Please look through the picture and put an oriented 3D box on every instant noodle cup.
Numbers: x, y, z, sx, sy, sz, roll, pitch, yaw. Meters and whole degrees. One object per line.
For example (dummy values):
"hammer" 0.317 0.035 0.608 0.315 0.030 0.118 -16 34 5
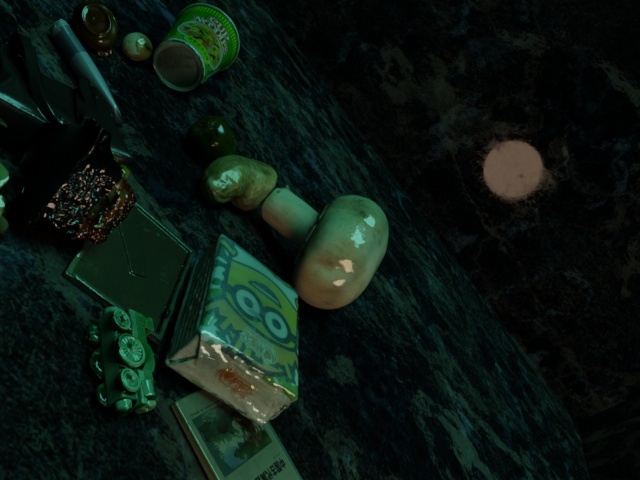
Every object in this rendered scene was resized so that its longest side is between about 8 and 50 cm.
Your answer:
"instant noodle cup" -0.355 -0.521 1.654 0.207 0.207 0.233 45 33 -21

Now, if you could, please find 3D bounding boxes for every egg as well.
"egg" -0.469 -0.497 1.530 0.071 0.071 0.083 56 9 5

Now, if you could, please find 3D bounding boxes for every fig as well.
"fig" -0.261 -0.233 1.529 0.117 0.117 0.178 -95 160 -50

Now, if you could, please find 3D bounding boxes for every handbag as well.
"handbag" -0.494 -0.250 1.102 0.285 0.113 0.257 28 28 -46

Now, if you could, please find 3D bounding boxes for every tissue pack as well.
"tissue pack" -0.152 0.163 1.134 0.228 0.128 0.311 40 22 -23

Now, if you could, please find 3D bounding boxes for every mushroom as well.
"mushroom" 0.000 0.000 1.535 0.336 0.315 0.314 36 20 12

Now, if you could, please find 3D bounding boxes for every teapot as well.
"teapot" -0.536 -0.504 1.418 0.098 0.078 0.129 -25 89 -26

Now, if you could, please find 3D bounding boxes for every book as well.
"book" -0.130 0.377 1.040 0.283 0.025 0.214 57 22 10

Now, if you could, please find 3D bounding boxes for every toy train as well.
"toy train" -0.300 0.187 0.921 0.104 0.071 0.178 40 23 -54

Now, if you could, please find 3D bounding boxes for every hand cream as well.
"hand cream" -0.507 -0.366 1.299 0.255 0.048 0.079 55 -11 4

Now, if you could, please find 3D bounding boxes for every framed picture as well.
"framed picture" -0.340 0.037 1.107 0.209 0.019 0.281 44 25 -22

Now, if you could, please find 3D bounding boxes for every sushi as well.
"sushi" -0.395 -0.079 0.988 0.150 0.152 0.172 42 62 -57

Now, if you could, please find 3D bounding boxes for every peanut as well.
"peanut" -0.205 -0.145 1.489 0.253 0.122 0.137 2 71 -59

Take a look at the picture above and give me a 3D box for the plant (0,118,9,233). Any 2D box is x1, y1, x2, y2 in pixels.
"plant" -0.474 -0.098 0.733 0.297 0.261 0.306 26 47 -48
